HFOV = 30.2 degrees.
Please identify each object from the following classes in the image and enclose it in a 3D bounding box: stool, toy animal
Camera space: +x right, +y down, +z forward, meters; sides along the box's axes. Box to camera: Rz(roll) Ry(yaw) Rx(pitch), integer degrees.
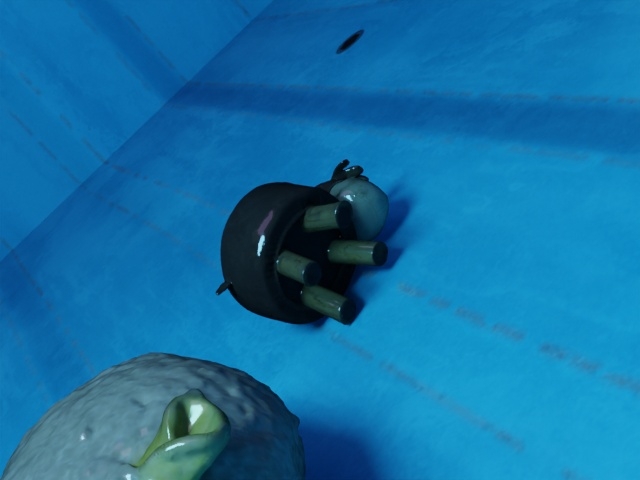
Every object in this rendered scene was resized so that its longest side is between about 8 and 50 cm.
[{"bbox_3d":[0.000,0.000,1.087,0.121,0.125,0.217,5,29,42],"label":"stool"},{"bbox_3d":[-0.112,0.184,0.794,0.227,0.188,0.358,-25,21,14],"label":"toy animal"}]
